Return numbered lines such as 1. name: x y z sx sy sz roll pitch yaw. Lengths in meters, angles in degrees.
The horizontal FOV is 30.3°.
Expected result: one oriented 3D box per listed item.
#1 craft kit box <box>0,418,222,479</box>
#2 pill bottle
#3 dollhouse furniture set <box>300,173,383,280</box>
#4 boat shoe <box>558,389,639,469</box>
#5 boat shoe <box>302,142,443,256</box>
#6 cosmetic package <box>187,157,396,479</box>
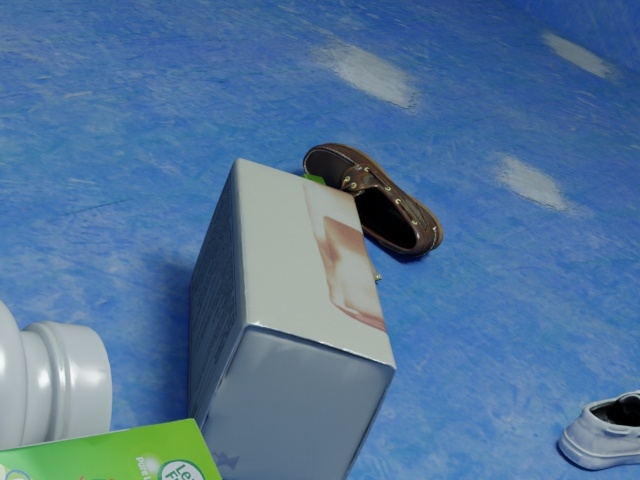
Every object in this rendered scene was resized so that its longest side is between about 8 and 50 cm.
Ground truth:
1. craft kit box: -0.129 0.229 0.646 0.246 0.061 0.250 0 52 -47
2. pill bottle: -0.277 0.100 0.736 0.272 0.152 0.152 8 29 -34
3. dollhouse furniture set: 0.000 0.000 1.345 0.076 0.058 0.152 7 48 -49
4. boat shoe: 0.314 0.185 1.212 0.184 0.063 0.066 3 32 -39
5. boat shoe: 0.056 -0.053 1.441 0.207 0.073 0.073 35 24 21
6. cosmetic package: -0.035 0.068 1.025 0.129 0.153 0.296 17 27 -14
